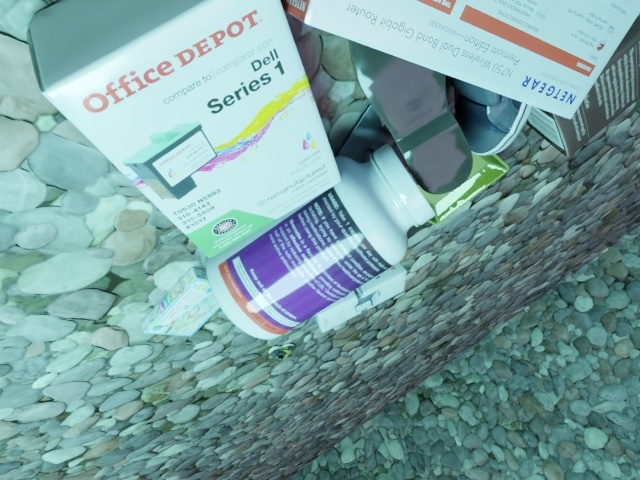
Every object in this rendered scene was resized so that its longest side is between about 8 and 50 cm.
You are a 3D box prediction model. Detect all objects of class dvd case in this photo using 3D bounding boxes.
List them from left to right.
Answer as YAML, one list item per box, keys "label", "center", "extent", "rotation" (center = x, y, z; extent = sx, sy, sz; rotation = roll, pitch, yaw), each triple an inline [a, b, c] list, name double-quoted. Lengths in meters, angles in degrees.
- label: "dvd case"
  center: [0.101, -0.125, 0.702]
  extent: [0.164, 0.018, 0.221]
  rotation: [16, 127, -30]

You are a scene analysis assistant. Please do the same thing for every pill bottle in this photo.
- label: "pill bottle"
  center: [0.000, 0.000, 0.648]
  extent: [0.323, 0.181, 0.181]
  rotation: [-33, 148, 14]

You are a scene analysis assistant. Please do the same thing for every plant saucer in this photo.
- label: "plant saucer"
  center: [0.248, -0.119, 0.836]
  extent: [0.188, 0.045, 0.188]
  rotation: [-41, 147, 27]

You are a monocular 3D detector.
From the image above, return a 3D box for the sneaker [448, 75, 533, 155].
- label: "sneaker"
  center: [0.214, -0.257, 0.555]
  extent: [0.127, 0.126, 0.321]
  rotation: [-17, 130, -26]

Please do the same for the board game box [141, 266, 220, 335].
- label: "board game box"
  center: [-0.232, 0.115, 0.777]
  extent: [0.154, 0.026, 0.103]
  rotation: [-43, 146, 18]

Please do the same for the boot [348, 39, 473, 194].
- label: "boot"
  center: [0.104, -0.206, 0.550]
  extent: [0.112, 0.115, 0.305]
  rotation: [-22, 124, 9]

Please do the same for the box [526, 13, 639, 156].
- label: "box"
  center: [0.382, -0.272, 0.642]
  extent: [0.203, 0.167, 0.168]
  rotation: [-44, 145, 18]

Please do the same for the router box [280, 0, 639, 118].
- label: "router box"
  center: [0.168, -0.292, 0.362]
  extent: [0.335, 0.082, 0.301]
  rotation: [7, 122, -27]

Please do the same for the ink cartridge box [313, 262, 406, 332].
- label: "ink cartridge box"
  center: [0.052, 0.070, 0.851]
  extent: [0.191, 0.139, 0.082]
  rotation: [-26, 146, -11]

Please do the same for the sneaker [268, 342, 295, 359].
- label: "sneaker"
  center: [-0.097, 0.293, 1.123]
  extent: [0.083, 0.035, 0.031]
  rotation: [1, 136, -41]

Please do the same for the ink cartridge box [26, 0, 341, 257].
- label: "ink cartridge box"
  center: [-0.114, -0.131, 0.460]
  extent: [0.201, 0.117, 0.278]
  rotation: [-31, 147, -2]
